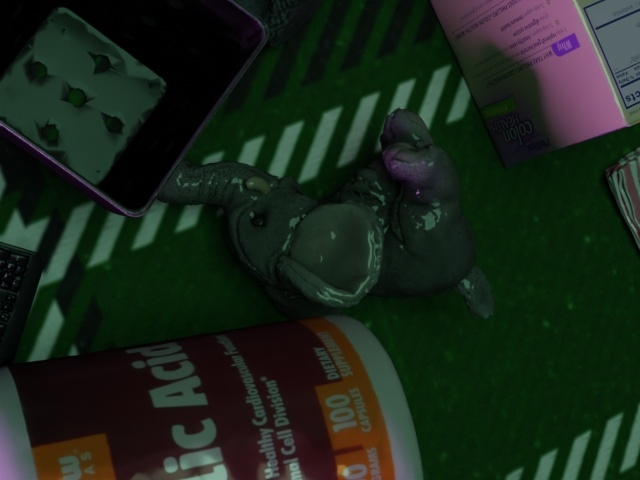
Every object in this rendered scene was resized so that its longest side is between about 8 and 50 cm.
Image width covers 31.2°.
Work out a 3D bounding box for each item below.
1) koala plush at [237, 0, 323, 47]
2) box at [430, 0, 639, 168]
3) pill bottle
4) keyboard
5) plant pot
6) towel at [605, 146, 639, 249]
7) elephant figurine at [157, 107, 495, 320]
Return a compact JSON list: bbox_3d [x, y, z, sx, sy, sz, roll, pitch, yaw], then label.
[{"bbox_3d":[-0.035,-0.328,0.997,0.196,0.203,0.221,-38,85,-20],"label":"koala plush"},{"bbox_3d":[0.215,-0.212,1.046,0.117,0.213,0.242,-24,92,-20],"label":"box"},{"bbox_3d":[-0.141,0.190,0.863,0.392,0.224,0.224,-8,86,-21],"label":"pill bottle"},{"bbox_3d":[-0.292,0.089,0.898,0.100,0.038,0.192,18,92,-15],"label":"keyboard"},{"bbox_3d":[-0.186,-0.133,0.918,0.188,0.167,0.187,36,73,-13],"label":"plant pot"},{"bbox_3d":[0.398,-0.053,1.192,0.197,0.029,0.144,-30,95,-20],"label":"towel"},{"bbox_3d":[0.000,0.000,0.995,0.240,0.186,0.169,-24,135,-10],"label":"elephant figurine"}]
